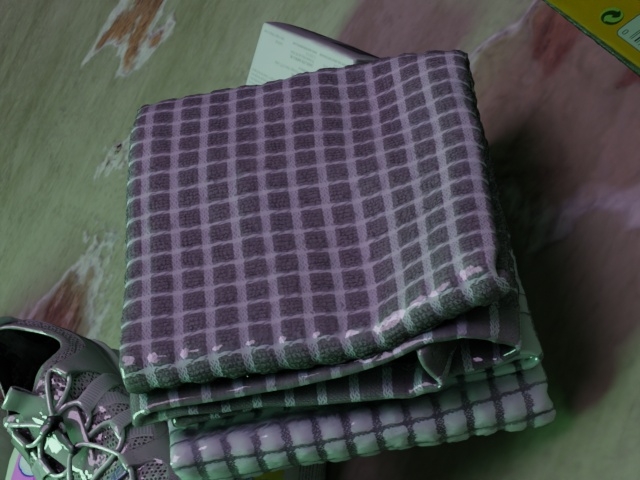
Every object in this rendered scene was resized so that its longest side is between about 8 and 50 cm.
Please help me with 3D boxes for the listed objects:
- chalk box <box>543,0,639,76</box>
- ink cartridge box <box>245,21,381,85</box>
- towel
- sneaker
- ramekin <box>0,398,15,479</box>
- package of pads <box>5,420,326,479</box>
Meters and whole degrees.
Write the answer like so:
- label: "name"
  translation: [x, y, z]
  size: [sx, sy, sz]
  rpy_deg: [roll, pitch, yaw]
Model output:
- label: "chalk box"
  translation: [0.236, -0.235, 0.803]
  size: [0.179, 0.180, 0.289]
  rpy_deg: [-32, 40, 39]
- label: "ink cartridge box"
  translation: [-0.024, -0.051, 1.179]
  size: [0.189, 0.066, 0.232]
  rpy_deg: [35, 114, 60]
- label: "towel"
  translation: [0.000, 0.000, 0.881]
  size: [0.235, 0.121, 0.283]
  rpy_deg: [-10, 39, 3]
- label: "sneaker"
  translation: [-0.151, 0.134, 0.908]
  size: [0.105, 0.115, 0.281]
  rpy_deg: [-55, 33, 1]
- label: "ramekin"
  translation: [-0.397, 0.236, 1.379]
  size: [0.273, 0.127, 0.273]
  rpy_deg: [-37, 37, 34]
- label: "package of pads"
  translation: [-0.122, 0.211, 1.010]
  size: [0.296, 0.101, 0.229]
  rpy_deg: [-27, 42, 38]
